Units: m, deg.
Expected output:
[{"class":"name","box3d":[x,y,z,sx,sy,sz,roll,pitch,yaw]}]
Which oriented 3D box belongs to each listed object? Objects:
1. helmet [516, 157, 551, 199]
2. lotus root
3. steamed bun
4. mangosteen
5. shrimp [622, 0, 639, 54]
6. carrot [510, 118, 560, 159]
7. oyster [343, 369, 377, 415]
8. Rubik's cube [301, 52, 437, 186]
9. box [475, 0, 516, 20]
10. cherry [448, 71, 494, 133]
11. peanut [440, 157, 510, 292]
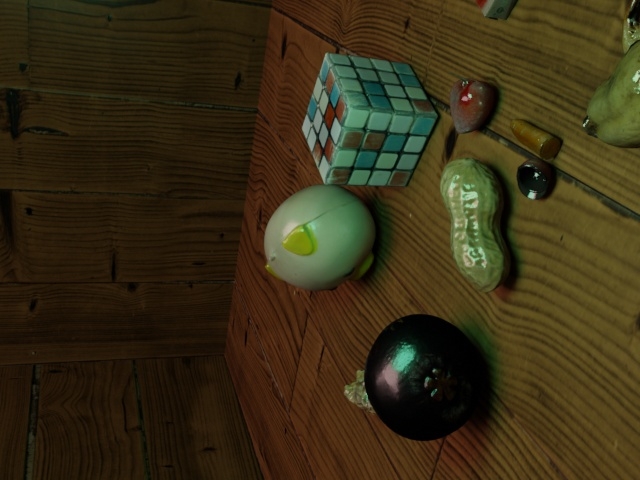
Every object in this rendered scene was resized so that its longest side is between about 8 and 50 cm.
[{"class":"helmet","box3d":[0.415,-0.125,1.246,0.065,0.049,0.084,25,146,34]},{"class":"lotus root","box3d":[0.486,-0.216,0.945,0.257,0.140,0.155,147,108,-77]},{"class":"steamed bun","box3d":[-0.004,-0.006,1.944,0.374,0.333,0.334,125,140,-61]},{"class":"mangosteen","box3d":[0.219,0.303,1.467,0.302,0.274,0.275,160,110,-81]},{"class":"shrimp","box3d":[0.518,-0.364,1.020,0.095,0.045,0.163,-85,1,-64]},{"class":"carrot","box3d":[0.412,-0.203,1.268,0.139,0.048,0.048,-120,36,-57]},{"class":"oyster","box3d":[0.186,0.368,1.718,0.351,0.114,0.238,-31,59,47]},{"class":"Rubik's cube","box3d":[0.121,-0.316,1.726,0.253,0.258,0.256,112,150,-41]},{"class":"box","box3d":[0.379,-0.551,1.346,0.156,0.060,0.111,113,148,-47]},{"class":"cherry","box3d":[0.330,-0.304,1.424,0.126,0.086,0.106,88,162,-50]},{"class":"peanut","box3d":[0.331,-0.038,1.367,0.136,0.120,0.299,139,127,-69]}]
